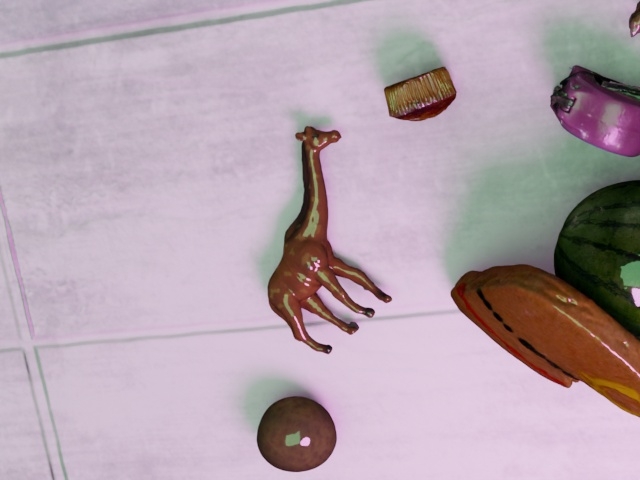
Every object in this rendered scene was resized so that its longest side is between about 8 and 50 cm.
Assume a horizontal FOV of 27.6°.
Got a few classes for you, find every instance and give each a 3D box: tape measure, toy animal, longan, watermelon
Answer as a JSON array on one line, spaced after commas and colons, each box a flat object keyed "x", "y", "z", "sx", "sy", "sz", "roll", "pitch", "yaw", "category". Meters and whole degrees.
[{"x": 0.319, "y": -0.148, "z": 1.465, "sx": 0.125, "sy": 0.118, "sz": 0.074, "roll": 21, "pitch": 111, "yaw": 4, "category": "tape measure"}, {"x": 0.000, "y": 0.000, "z": 1.618, "sx": 0.224, "sy": 0.066, "sz": 0.229, "roll": -43, "pitch": 86, "yaw": 21, "category": "toy animal"}, {"x": -0.029, "y": 0.255, "z": 1.686, "sx": 0.106, "sy": 0.106, "sz": 0.119, "roll": -10, "pitch": 144, "yaw": 17, "category": "longan"}, {"x": 0.371, "y": 0.027, "z": 1.462, "sx": 0.215, "sy": 0.188, "sz": 0.188, "roll": 17, "pitch": 109, "yaw": 6, "category": "watermelon"}]

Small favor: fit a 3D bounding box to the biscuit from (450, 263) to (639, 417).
[{"x": 0.280, "y": 0.129, "z": 1.492, "sx": 0.262, "sy": 0.277, "sz": 0.052, "roll": 42, "pitch": 76, "yaw": -11, "category": "biscuit"}]

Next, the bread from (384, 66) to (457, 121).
[{"x": 0.118, "y": -0.167, "z": 1.530, "sx": 0.085, "sy": 0.085, "sz": 0.053, "roll": -18, "pitch": 94, "yaw": 19, "category": "bread"}]

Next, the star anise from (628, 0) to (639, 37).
[{"x": 0.362, "y": -0.330, "z": 1.408, "sx": 0.148, "sy": 0.218, "sz": 0.227, "roll": -31, "pitch": 116, "yaw": -20, "category": "star anise"}]
